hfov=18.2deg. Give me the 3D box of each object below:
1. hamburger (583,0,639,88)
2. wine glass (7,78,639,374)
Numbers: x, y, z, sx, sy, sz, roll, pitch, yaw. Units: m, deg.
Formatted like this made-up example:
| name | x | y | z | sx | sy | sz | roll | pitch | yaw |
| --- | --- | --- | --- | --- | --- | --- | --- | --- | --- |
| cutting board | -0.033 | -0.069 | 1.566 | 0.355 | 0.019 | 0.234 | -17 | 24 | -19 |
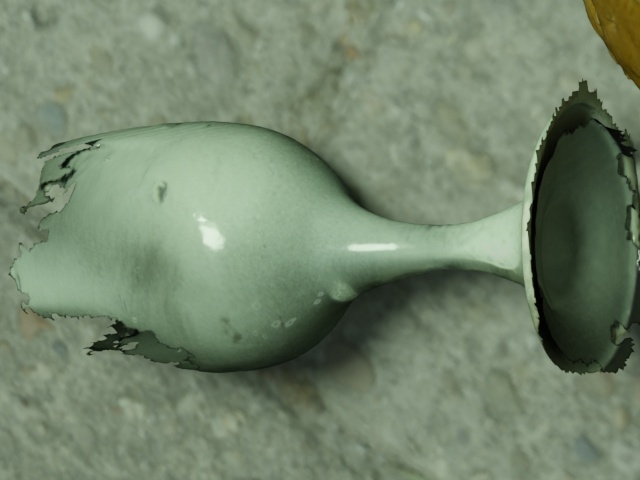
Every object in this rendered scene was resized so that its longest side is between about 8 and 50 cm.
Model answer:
| name | x | y | z | sx | sy | sz | roll | pitch | yaw |
| --- | --- | --- | --- | --- | --- | --- | --- | --- | --- |
| hamburger | 0.200 | -0.085 | 0.870 | 0.208 | 0.135 | 0.155 | 6 | 114 | 35 |
| wine glass | 0.000 | 0.000 | 1.011 | 0.321 | 0.143 | 0.143 | -2 | 105 | 31 |
